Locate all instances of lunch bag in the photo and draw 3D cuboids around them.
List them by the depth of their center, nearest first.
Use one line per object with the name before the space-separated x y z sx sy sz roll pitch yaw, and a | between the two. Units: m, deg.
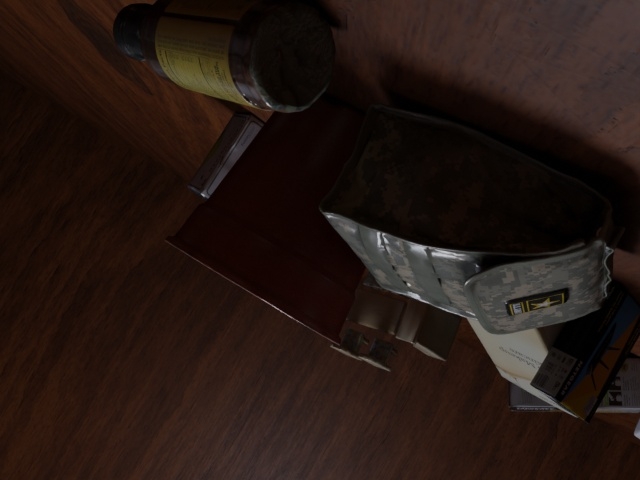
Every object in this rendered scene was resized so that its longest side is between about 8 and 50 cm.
lunch bag | 0.180 -0.002 0.832 0.287 0.168 0.235 20 166 26

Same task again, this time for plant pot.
plant pot | -0.023 -0.041 1.016 0.272 0.265 0.272 31 175 3

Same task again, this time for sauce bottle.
sauce bottle | -0.125 -0.218 0.822 0.111 0.111 0.344 36 174 -42

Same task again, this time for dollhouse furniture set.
dollhouse furniture set | 0.141 0.150 1.553 0.242 0.212 0.161 14 166 36

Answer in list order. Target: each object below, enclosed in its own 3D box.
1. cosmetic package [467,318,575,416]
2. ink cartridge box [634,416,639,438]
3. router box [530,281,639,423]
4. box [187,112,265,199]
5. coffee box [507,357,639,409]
cosmetic package | 0.320 0.123 1.132 0.160 0.113 0.309 26 159 46
ink cartridge box | 0.742 0.346 1.244 0.304 0.072 0.307 31 151 3
router box | 0.381 0.154 1.055 0.046 0.178 0.133 28 175 46
box | -0.077 -0.089 1.392 0.290 0.169 0.087 32 177 -29
coffee box | 0.496 0.286 1.475 0.247 0.098 0.141 -2 163 15
